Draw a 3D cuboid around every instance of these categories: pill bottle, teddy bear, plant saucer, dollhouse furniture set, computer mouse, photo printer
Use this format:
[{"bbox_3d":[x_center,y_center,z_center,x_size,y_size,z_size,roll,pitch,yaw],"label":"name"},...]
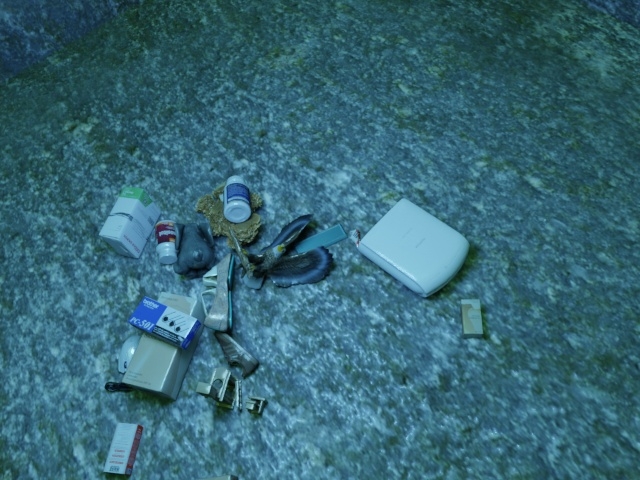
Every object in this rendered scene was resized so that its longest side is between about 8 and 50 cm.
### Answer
[{"bbox_3d":[-0.297,-0.151,1.796,0.094,0.094,0.169,-13,47,2],"label":"pill bottle"},{"bbox_3d":[-0.336,-0.094,1.892,0.338,0.113,0.245,24,59,29],"label":"teddy bear"},{"bbox_3d":[0.000,0.000,1.819,0.192,0.018,0.067,-24,59,-6],"label":"plant saucer"},{"bbox_3d":[-0.251,0.437,1.508,0.161,0.182,0.101,7,61,14],"label":"dollhouse furniture set"},{"bbox_3d":[-0.564,0.007,1.869,0.086,0.086,0.151,-14,59,1],"label":"pill bottle"},{"bbox_3d":[-0.642,0.400,1.676,0.106,0.042,0.192,-3,60,9],"label":"computer mouse"},{"bbox_3d":[0.320,0.027,1.696,0.308,0.107,0.256,38,72,26],"label":"photo printer"}]

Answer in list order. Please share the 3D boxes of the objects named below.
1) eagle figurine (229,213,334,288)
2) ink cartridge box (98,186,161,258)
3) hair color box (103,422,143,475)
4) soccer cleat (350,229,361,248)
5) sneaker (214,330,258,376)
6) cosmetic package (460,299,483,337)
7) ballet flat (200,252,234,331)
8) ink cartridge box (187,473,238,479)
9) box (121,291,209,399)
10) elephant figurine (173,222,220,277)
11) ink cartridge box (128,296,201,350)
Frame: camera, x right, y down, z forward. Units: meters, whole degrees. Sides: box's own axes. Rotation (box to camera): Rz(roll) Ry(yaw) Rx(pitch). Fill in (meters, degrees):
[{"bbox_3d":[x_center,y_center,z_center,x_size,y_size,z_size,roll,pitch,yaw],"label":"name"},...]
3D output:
[{"bbox_3d":[-0.133,0.048,1.729,0.299,0.226,0.225,-14,17,-28],"label":"eagle figurine"},{"bbox_3d":[-0.707,-0.065,1.891,0.093,0.160,0.219,9,61,16],"label":"ink cartridge box"},{"bbox_3d":[-0.596,0.631,1.534,0.072,0.043,0.141,2,59,10],"label":"hair color box"},{"bbox_3d":[0.124,-0.003,1.795,0.036,0.029,0.083,-12,55,13],"label":"soccer cleat"},{"bbox_3d":[-0.288,0.359,1.628,0.188,0.066,0.071,33,72,25],"label":"sneaker"},{"bbox_3d":[0.471,0.244,1.582,0.060,0.041,0.115,-2,60,8],"label":"cosmetic package"},{"bbox_3d":[-0.346,0.161,1.699,0.106,0.107,0.315,2,44,-8],"label":"ballet flat"},{"bbox_3d":[-0.322,0.777,1.377,0.194,0.088,0.234,-10,60,2],"label":"ink cartridge box"},{"bbox_3d":[-0.494,0.338,1.642,0.148,0.121,0.310,8,62,14],"label":"box"},{"bbox_3d":[-0.458,-0.001,1.792,0.186,0.169,0.239,-27,65,26],"label":"elephant figurine"},{"bbox_3d":[-0.488,0.259,1.588,0.207,0.046,0.097,19,64,19],"label":"ink cartridge box"}]
